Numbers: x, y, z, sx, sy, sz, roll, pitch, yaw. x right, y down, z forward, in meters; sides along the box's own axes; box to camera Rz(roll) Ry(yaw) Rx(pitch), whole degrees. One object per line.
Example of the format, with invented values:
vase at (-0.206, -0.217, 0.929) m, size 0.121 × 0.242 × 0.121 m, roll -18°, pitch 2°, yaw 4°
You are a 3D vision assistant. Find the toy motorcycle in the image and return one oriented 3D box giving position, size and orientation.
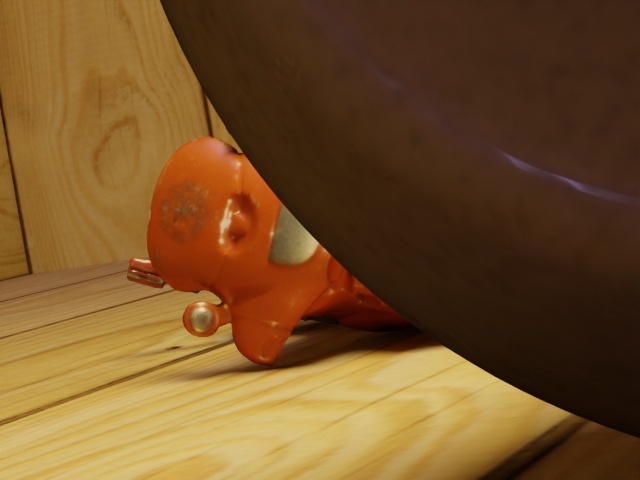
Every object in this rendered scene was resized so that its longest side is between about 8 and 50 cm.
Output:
toy motorcycle at (0.000, 0.000, 1.123) m, size 0.221 × 0.148 × 0.325 m, roll 12°, pitch 1°, yaw -11°

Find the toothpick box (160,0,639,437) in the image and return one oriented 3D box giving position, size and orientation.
toothpick box at (0.164, -0.145, 0.554) m, size 0.409 × 0.409 × 0.425 m, roll -8°, pitch -1°, yaw 23°
